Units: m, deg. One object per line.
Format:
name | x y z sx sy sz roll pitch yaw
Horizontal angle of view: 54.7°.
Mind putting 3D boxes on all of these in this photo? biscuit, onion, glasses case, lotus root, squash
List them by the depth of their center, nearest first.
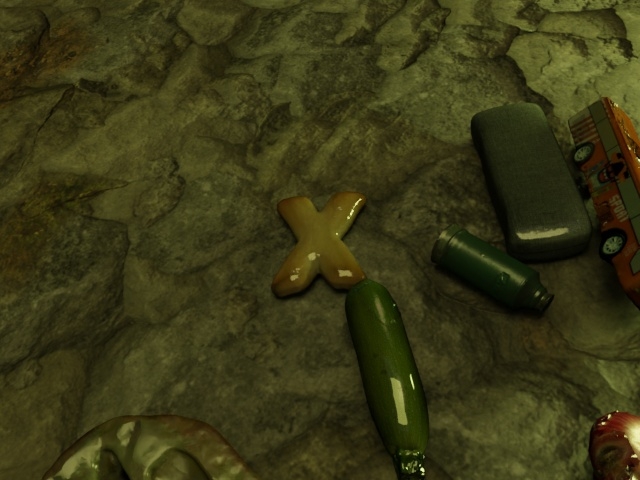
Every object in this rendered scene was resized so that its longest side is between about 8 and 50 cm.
onion | 0.354 0.288 0.721 0.150 0.140 0.150 26 32 -18
lotus root | -0.195 0.399 0.746 0.374 0.111 0.391 -11 49 -2
squash | 0.096 0.187 0.863 0.087 0.087 0.332 -13 52 2
glasses case | 0.349 -0.109 1.049 0.131 0.074 0.323 -8 51 5
biscuit | -0.001 0.000 1.059 0.164 0.047 0.208 -5 50 8

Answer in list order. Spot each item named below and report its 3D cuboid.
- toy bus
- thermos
toy bus | 0.462 -0.070 0.946 0.092 0.093 0.409 -38 29 36
thermos | 0.266 0.051 0.949 0.187 0.083 0.073 35 87 31
